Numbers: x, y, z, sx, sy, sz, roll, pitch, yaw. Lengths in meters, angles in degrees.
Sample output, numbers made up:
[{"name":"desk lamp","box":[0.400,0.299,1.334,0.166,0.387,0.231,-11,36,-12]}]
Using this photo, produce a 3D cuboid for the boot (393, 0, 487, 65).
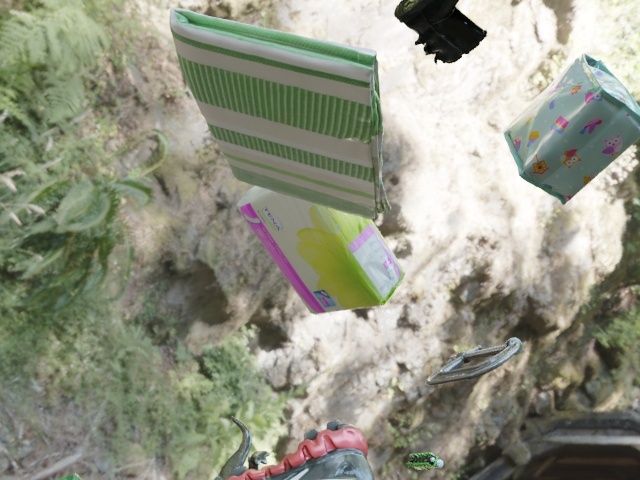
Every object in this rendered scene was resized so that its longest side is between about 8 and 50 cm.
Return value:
[{"name":"boot","box":[0.156,-0.261,0.666,0.099,0.045,0.121,30,-37,-32]}]

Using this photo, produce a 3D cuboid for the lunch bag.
[{"name":"lunch bag","box":[0.491,-0.236,1.142,0.160,0.223,0.262,29,35,-14]}]

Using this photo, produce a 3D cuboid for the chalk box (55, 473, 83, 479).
[{"name":"chalk box","box":[-0.437,0.559,0.900,0.288,0.179,0.180,-111,-178,-52]}]

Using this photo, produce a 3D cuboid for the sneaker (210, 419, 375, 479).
[{"name":"sneaker","box":[-0.052,0.332,0.687,0.135,0.276,0.097,57,-10,47]}]

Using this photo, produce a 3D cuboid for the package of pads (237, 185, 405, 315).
[{"name":"package of pads","box":[0.000,0.000,1.095,0.229,0.101,0.296,-17,-68,51]}]

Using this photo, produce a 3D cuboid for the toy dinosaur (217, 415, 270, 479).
[{"name":"toy dinosaur","box":[-0.127,0.433,0.899,0.121,0.160,0.313,12,40,-51]}]

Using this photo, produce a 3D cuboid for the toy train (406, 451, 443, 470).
[{"name":"toy train","box":[0.131,0.279,0.726,0.024,0.017,0.083,27,-24,-1]}]

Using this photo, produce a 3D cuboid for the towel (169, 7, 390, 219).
[{"name":"towel","box":[-0.035,-0.135,0.707,0.248,0.038,0.324,17,-20,15]}]

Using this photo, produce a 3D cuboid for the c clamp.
[{"name":"c clamp","box":[0.211,0.158,0.778,0.022,0.137,0.161,65,-26,6]}]
